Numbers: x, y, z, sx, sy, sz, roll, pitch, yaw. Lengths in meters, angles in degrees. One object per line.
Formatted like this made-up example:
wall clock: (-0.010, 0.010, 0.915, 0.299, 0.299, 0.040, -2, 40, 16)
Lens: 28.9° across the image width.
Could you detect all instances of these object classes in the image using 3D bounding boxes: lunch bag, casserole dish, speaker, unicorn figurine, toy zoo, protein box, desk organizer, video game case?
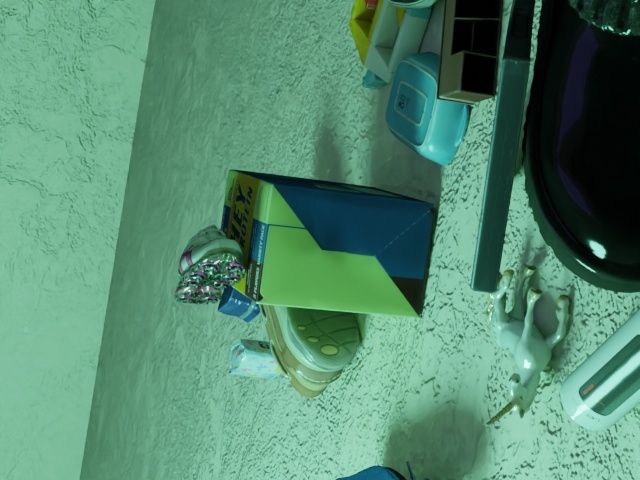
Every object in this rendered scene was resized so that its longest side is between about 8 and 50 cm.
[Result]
lunch bag: (-0.116, 0.087, 1.975, 0.098, 0.065, 0.067, 142, 147, -65)
casserole dish: (0.119, -0.157, 1.435, 0.188, 0.037, 0.114, -129, 49, -65)
speaker: (0.243, 0.097, 0.971, 0.136, 0.055, 0.055, 122, 148, -50)
unicorn figurine: (0.186, 0.091, 1.146, 0.162, 0.060, 0.111, -90, 12, -71)
toy zoo: (0.098, -0.325, 1.555, 0.192, 0.030, 0.293, -114, 36, -55)
protein box: (0.000, 0.000, 1.469, 0.201, 0.200, 0.136, -157, 74, -71)
desk organizer: (0.160, -0.214, 1.322, 0.050, 0.047, 0.130, 175, 101, -68)
video game case: (0.164, -0.097, 1.094, 0.274, 0.026, 0.196, -66, -17, -66)
lunch bag: (-0.093, 0.177, 1.869, 0.083, 0.071, 0.053, 142, 136, -66)

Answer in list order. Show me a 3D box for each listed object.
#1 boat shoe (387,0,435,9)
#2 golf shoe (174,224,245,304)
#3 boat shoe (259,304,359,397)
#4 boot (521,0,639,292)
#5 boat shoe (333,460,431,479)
boat shoe: (0.119, -0.314, 1.381, 0.219, 0.070, 0.078, -13, 80, 60)
golf shoe: (-0.132, 0.018, 1.433, 0.186, 0.067, 0.086, 144, 129, -67)
boat shoe: (-0.037, 0.073, 1.679, 0.324, 0.123, 0.116, -102, 25, -46)
boot: (0.229, -0.161, 0.882, 0.260, 0.131, 0.348, 101, 169, -69)
boat shoe: (0.077, 0.289, 1.337, 0.258, 0.089, 0.109, 167, 122, -75)
